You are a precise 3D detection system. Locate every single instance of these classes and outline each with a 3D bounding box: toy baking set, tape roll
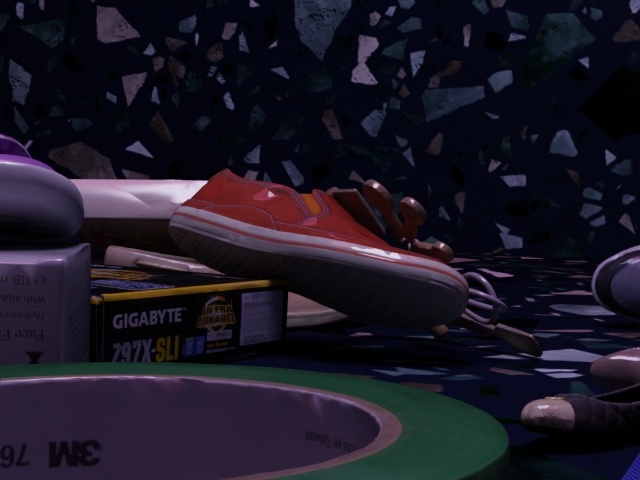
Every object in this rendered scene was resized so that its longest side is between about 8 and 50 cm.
[{"bbox_3d":[0.100,0.038,1.298,0.030,0.256,0.197,-44,1,-18],"label":"toy baking set"},{"bbox_3d":[-0.087,0.108,0.523,0.321,0.077,0.321,2,3,0],"label":"tape roll"}]

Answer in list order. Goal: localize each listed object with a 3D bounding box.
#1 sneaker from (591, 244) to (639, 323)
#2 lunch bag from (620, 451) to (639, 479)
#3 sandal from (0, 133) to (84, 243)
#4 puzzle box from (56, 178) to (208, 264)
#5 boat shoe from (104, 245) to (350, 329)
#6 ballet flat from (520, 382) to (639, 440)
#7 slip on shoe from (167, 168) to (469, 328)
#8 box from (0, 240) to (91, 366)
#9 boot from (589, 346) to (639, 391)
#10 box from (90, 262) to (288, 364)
[{"bbox_3d":[0.427,0.054,1.439,0.269,0.101,0.153,5,1,20],"label":"sneaker"},{"bbox_3d":[0.130,0.084,0.272,0.151,0.096,0.129,-16,12,-25],"label":"lunch bag"},{"bbox_3d":[-0.297,-0.042,1.068,0.169,0.102,0.416,2,-8,-20],"label":"sandal"},{"bbox_3d":[-0.319,0.005,1.592,0.409,0.052,0.272,0,-24,-3],"label":"puzzle box"},{"bbox_3d":[-0.092,0.047,1.472,0.302,0.098,0.109,0,3,-11],"label":"boat shoe"},{"bbox_3d":[0.198,0.107,0.880,0.173,0.049,0.057,-1,3,-38],"label":"ballet flat"},{"bbox_3d":[0.000,0.000,1.273,0.331,0.101,0.123,16,-26,34],"label":"slip on shoe"},{"bbox_3d":[-0.259,0.062,0.919,0.181,0.119,0.182,1,3,-5],"label":"box"},{"bbox_3d":[0.266,0.107,0.983,0.119,0.042,0.087,1,5,5],"label":"boot"},{"bbox_3d":[-0.235,0.068,1.247,0.322,0.079,0.257,3,6,36],"label":"box"}]
